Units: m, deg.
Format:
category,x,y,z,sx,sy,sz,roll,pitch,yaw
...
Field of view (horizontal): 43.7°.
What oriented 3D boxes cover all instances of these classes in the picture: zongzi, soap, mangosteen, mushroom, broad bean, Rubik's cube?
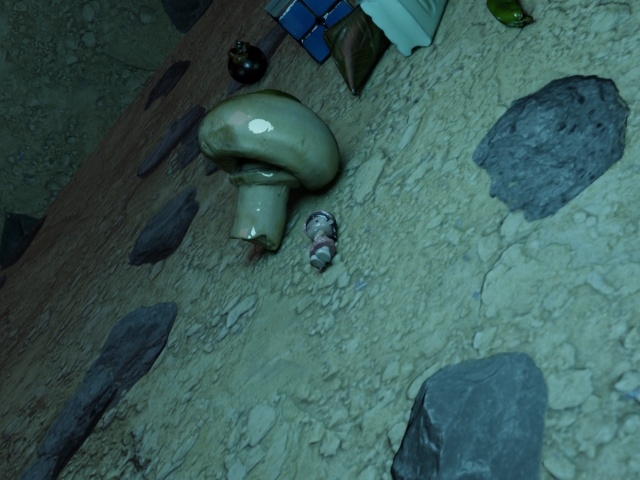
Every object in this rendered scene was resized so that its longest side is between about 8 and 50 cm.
category,x,y,z,sx,sy,sz,roll,pitch,yaw
zongzi,0.121,-0.455,1.789,0.221,0.112,0.242,-39,36,19
soap,0.198,-0.549,1.726,0.087,0.159,0.266,-18,39,45
mangosteen,-0.225,-0.539,2.388,0.140,0.140,0.140,-36,29,25
mushroom,-0.117,-0.137,1.587,0.292,0.292,0.290,3,75,58
broad bean,0.345,-0.456,1.508,0.065,0.046,0.255,-30,34,22
Rubik's cube,-0.020,-0.593,2.096,0.167,0.183,0.180,-44,25,8

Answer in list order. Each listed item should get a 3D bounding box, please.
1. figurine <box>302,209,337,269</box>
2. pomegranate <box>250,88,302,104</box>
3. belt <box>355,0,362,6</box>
category,x,y,z,sx,sy,sz,roll,pitch,yaw
figurine,0.000,0.000,1.446,0.072,0.054,0.129,-50,30,34
pomegranate,-0.121,-0.243,1.800,0.179,0.179,0.211,-20,40,45
belt,0.149,-0.623,1.988,0.151,0.079,0.121,-35,30,28
